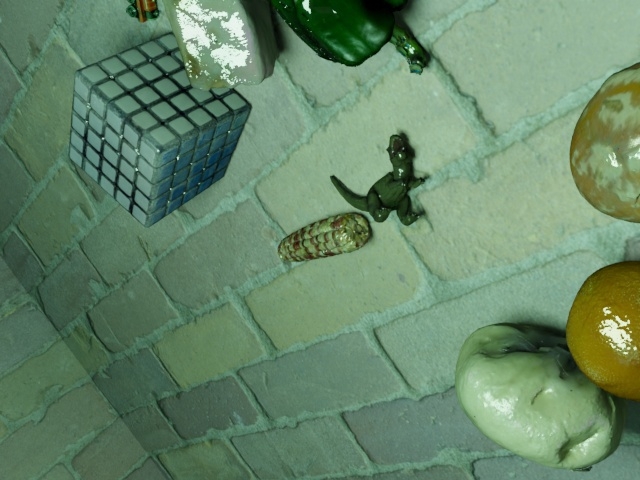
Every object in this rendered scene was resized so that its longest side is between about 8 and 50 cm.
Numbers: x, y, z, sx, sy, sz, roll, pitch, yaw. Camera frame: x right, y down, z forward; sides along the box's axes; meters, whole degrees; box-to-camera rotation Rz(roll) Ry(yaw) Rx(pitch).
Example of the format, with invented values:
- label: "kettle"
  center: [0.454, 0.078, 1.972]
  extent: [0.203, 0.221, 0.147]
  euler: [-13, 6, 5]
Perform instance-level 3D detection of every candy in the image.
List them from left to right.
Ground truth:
- label: "candy"
  center: [-0.154, -0.353, 1.227]
  extent: [0.137, 0.184, 0.195]
  euler: [-8, 118, 12]

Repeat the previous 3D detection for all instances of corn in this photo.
- label: "corn"
  center: [0.000, 0.000, 1.443]
  extent: [0.237, 0.079, 0.079]
  euler: [-17, 107, 53]

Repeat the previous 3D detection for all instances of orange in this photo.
- label: "orange"
  center: [0.433, 0.124, 1.016]
  extent: [0.206, 0.206, 0.206]
  euler: [26, 135, 29]

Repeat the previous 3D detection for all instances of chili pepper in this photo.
- label: "chili pepper"
  center: [0.047, -0.324, 1.067]
  extent: [0.165, 0.173, 0.261]
  euler: [1, 156, 41]

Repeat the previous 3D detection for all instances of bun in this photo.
- label: "bun"
  center: [0.337, 0.220, 1.157]
  extent: [0.273, 0.273, 0.168]
  euler: [29, 113, 26]

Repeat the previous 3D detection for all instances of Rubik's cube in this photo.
- label: "Rubik's cube"
  center: [-0.314, -0.211, 1.451]
  extent: [0.238, 0.237, 0.237]
  euler: [42, 139, 11]

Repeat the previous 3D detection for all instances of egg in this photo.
- label: "egg"
  center: [0.391, -0.112, 0.875]
  extent: [0.195, 0.195, 0.233]
  euler: [50, 138, 2]

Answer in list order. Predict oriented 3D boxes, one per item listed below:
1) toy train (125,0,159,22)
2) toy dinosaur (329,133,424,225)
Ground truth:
- label: "toy train"
  center: [-0.336, -0.462, 1.437]
  extent: [0.064, 0.044, 0.103]
  euler: [16, 130, 23]
- label: "toy dinosaur"
  center: [0.109, -0.112, 1.291]
  extent: [0.187, 0.087, 0.178]
  euler: [-62, 34, 33]
